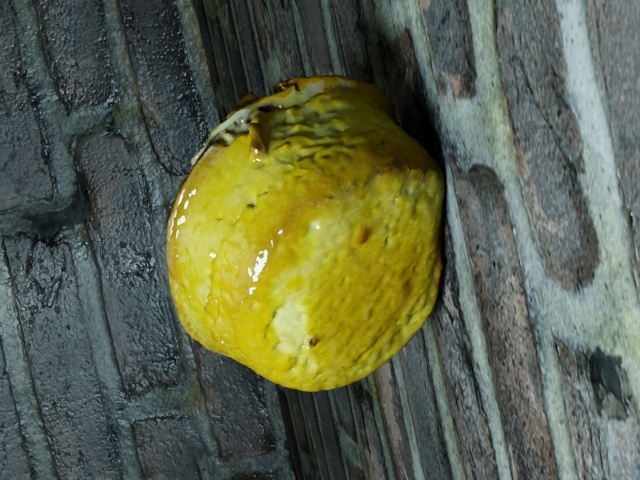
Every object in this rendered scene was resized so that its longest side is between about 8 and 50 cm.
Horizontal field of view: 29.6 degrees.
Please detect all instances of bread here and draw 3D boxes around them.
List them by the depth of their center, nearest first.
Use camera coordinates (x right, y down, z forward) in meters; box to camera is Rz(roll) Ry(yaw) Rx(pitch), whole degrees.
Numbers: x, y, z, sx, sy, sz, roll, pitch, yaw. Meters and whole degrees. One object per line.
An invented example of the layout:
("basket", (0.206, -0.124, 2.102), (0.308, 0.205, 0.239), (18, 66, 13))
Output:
("bread", (-0.001, -0.002, 1.386), (0.204, 0.336, 0.358), (34, 143, 39))
